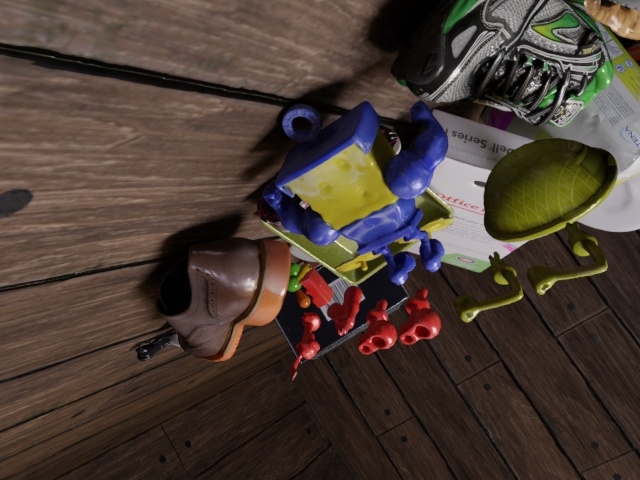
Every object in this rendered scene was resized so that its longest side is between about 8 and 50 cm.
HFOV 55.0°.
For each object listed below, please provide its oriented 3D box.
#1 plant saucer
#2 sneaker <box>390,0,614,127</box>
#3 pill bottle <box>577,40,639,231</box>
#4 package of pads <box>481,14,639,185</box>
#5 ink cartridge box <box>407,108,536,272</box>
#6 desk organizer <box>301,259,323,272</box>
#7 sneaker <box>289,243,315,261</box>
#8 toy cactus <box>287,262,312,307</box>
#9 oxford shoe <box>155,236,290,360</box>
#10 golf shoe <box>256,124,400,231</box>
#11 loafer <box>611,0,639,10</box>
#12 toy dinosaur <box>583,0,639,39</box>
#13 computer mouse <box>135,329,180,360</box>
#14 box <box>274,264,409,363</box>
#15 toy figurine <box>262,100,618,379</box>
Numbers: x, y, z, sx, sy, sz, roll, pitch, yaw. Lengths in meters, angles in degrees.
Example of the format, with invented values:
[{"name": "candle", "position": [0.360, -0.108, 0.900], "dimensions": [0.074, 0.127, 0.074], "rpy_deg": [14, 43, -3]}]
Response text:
[{"name": "plant saucer", "position": [0.049, -0.045, 0.821], "dimensions": [0.188, 0.045, 0.188], "rpy_deg": [-38, 124, 26]}, {"name": "sneaker", "position": [0.203, -0.182, 0.600], "dimensions": [0.343, 0.146, 0.134], "rpy_deg": [-22, 165, -43]}, {"name": "pill bottle", "position": [0.597, -0.224, 1.143], "dimensions": [0.392, 0.224, 0.224], "rpy_deg": [-48, 176, -23]}, {"name": "package of pads", "position": [0.368, -0.169, 0.908], "dimensions": [0.101, 0.229, 0.296], "rpy_deg": [-32, 169, -5]}, {"name": "ink cartridge box", "position": [0.222, -0.074, 0.931], "dimensions": [0.353, 0.207, 0.119], "rpy_deg": [115, -9, -71]}, {"name": "desk organizer", "position": [-0.010, 0.036, 1.203], "dimensions": [0.047, 0.050, 0.130], "rpy_deg": [-32, 169, -4]}, {"name": "sneaker", "position": [0.000, 0.000, 1.107], "dimensions": [0.134, 0.070, 0.051], "rpy_deg": [13, 152, -33]}, {"name": "toy cactus", "position": [-0.113, 0.089, 1.052], "dimensions": [0.180, 0.112, 0.219], "rpy_deg": [-18, 173, -22]}, {"name": "oxford shoe", "position": [-0.161, 0.078, 0.843], "dimensions": [0.132, 0.130, 0.364], "rpy_deg": [12, 151, -20]}, {"name": "golf shoe", "position": [0.016, -0.072, 0.729], "dimensions": [0.186, 0.068, 0.086], "rpy_deg": [-30, 155, 18]}, {"name": "loafer", "position": [0.404, -0.321, 0.685], "dimensions": [0.251, 0.094, 0.088], "rpy_deg": [-38, 149, -40]}, {"name": "toy dinosaur", "position": [0.400, -0.279, 0.785], "dimensions": [0.211, 0.112, 0.064], "rpy_deg": [14, 157, -20]}, {"name": "computer mouse", "position": [-0.224, 0.173, 1.070], "dimensions": [0.192, 0.042, 0.106], "rpy_deg": [-16, 180, 35]}, {"name": "box", "position": [0.045, 0.157, 1.541], "dimensions": [0.296, 0.183, 0.294], "rpy_deg": [-31, 168, -2]}, {"name": "toy figurine", "position": [0.050, -0.042, 0.572], "dimensions": [0.362, 0.217, 0.191], "rpy_deg": [-26, -158, 38]}]
